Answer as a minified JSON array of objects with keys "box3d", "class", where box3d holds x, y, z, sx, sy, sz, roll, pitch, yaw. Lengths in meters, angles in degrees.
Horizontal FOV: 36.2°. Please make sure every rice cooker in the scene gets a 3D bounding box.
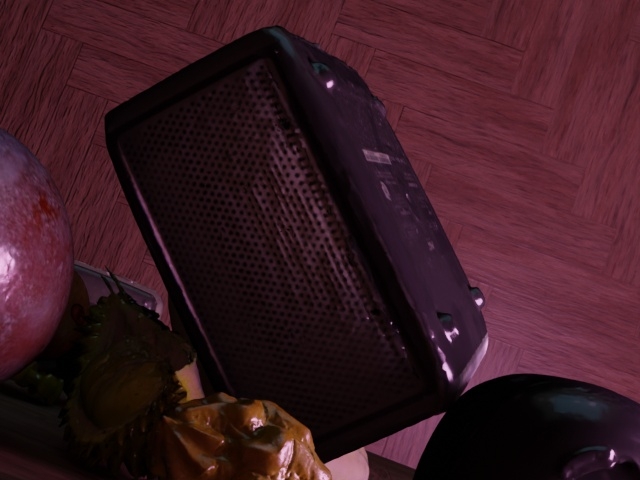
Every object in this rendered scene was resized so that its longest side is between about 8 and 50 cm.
[{"box3d":[0.216,0.246,0.871,0.267,0.267,0.224,22,-7,-9],"class":"rice cooker"}]

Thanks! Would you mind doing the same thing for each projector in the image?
[{"box3d":[0.000,0.000,1.073,0.242,0.405,0.395,-26,-4,15],"class":"projector"}]

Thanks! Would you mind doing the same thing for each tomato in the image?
[{"box3d":[-0.387,0.016,0.901,0.317,0.282,0.316,9,-3,0],"class":"tomato"}]

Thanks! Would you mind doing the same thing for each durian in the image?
[{"box3d":[-0.170,0.156,1.012,0.158,0.169,0.352,22,1,-24],"class":"durian"}]

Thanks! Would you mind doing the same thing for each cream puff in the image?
[{"box3d":[-0.070,0.188,0.743,0.146,0.146,0.116,14,11,39],"class":"cream puff"}]

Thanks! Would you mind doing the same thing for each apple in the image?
[{"box3d":[-0.393,0.091,1.361,0.146,0.131,0.146,21,-36,16],"class":"apple"}]

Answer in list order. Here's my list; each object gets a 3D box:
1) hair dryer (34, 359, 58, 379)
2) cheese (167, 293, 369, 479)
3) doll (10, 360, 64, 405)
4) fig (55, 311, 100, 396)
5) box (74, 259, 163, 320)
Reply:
[{"box3d":[-0.456,0.202,1.617,0.196,0.078,0.248,16,-3,17],"class":"hair dryer"},{"box3d":[-0.062,0.183,1.280,0.130,0.351,0.328,-30,-41,17],"class":"cheese"},{"box3d":[-0.505,0.111,1.263,0.341,0.098,0.346,16,-11,39],"class":"doll"},{"box3d":[-0.312,0.198,1.430,0.149,0.202,0.148,30,-48,-33],"class":"fig"},{"box3d":[-0.467,0.158,1.909,0.291,0.220,0.166,22,-20,-15],"class":"box"}]
